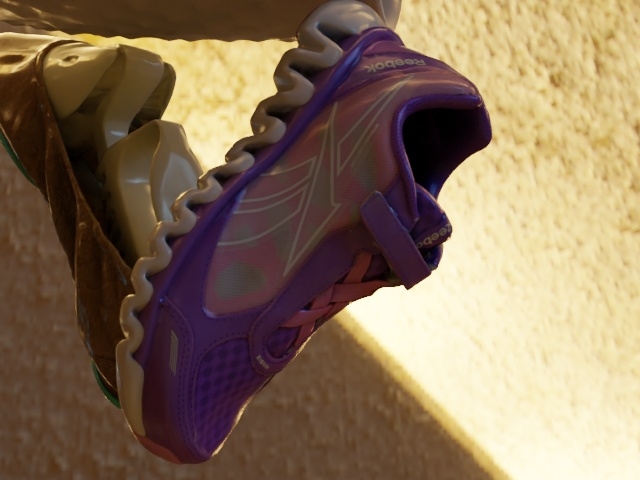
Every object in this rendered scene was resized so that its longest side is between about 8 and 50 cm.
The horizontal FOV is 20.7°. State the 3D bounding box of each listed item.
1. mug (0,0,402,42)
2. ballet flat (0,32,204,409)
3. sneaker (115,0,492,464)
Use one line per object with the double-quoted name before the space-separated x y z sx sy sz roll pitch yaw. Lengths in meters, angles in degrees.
"mug" -0.118 -0.229 1.006 0.328 0.276 0.374 0 -22 8
"ballet flat" -0.131 -0.048 1.144 0.116 0.342 0.124 9 -47 -35
"sneaker" 0.000 0.000 0.782 0.104 0.236 0.095 22 -22 26
